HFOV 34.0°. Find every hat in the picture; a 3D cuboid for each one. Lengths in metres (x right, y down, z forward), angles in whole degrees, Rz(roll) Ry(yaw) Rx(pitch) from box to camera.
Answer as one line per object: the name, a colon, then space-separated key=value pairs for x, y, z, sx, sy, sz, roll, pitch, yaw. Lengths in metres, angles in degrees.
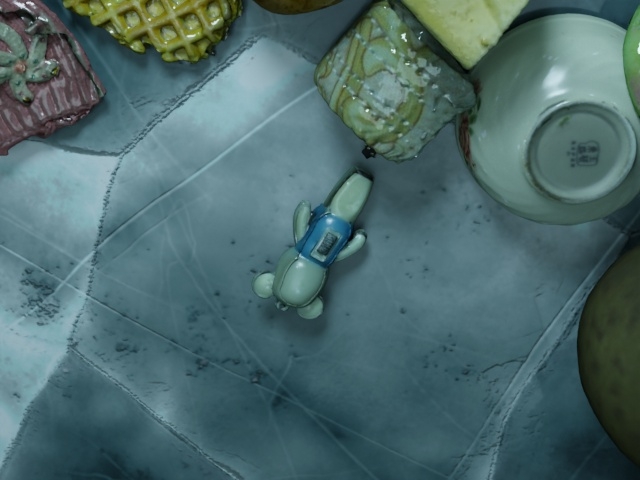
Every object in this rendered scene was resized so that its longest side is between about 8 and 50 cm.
hat: x=-0.446 y=-0.255 z=1.394 sx=0.237 sy=0.107 sz=0.286 roll=-23 pitch=111 yaw=5

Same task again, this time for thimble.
thimble: x=0.095 y=-0.197 z=1.318 sx=0.143 sy=0.137 sz=0.190 roll=-46 pitch=76 yaw=19

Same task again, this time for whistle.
whistle: x=0.000 y=0.000 z=1.453 sx=0.114 sy=0.077 sz=0.235 roll=27 pitch=106 yaw=-13

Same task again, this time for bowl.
bowl: x=0.310 y=-0.134 z=1.307 sx=0.277 sy=0.145 sz=0.277 roll=1 pitch=114 yaw=3

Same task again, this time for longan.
longan: x=0.505 y=0.151 z=1.323 sx=0.361 sy=0.361 sz=0.361 roll=3 pitch=111 yaw=7

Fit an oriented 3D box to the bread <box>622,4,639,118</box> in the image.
bread: x=0.504 y=-0.213 z=1.246 sx=0.301 sy=0.045 sz=0.301 roll=1 pitch=87 yaw=-12

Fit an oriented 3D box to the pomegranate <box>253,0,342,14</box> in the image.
pomegranate: x=-0.024 y=-0.368 z=1.234 sx=0.215 sy=0.215 sz=0.215 roll=3 pitch=111 yaw=7

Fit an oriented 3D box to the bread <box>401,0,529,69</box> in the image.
bread: x=0.170 y=-0.296 z=1.214 sx=0.178 sy=0.266 sz=0.141 roll=9 pitch=115 yaw=6

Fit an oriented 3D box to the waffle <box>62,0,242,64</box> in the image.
waffle: x=-0.212 y=-0.360 z=1.355 sx=0.254 sy=0.052 sz=0.245 roll=23 pitch=111 yaw=-1

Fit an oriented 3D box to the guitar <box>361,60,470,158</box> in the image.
guitar: x=0.152 y=-0.177 z=1.387 sx=0.233 sy=0.025 sz=0.088 roll=-33 pitch=104 yaw=18
